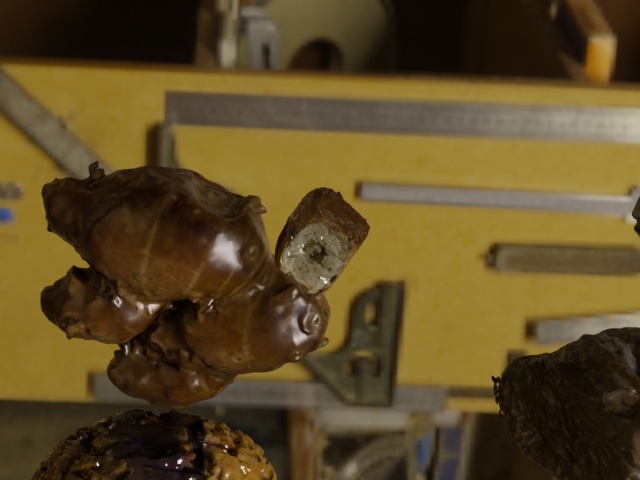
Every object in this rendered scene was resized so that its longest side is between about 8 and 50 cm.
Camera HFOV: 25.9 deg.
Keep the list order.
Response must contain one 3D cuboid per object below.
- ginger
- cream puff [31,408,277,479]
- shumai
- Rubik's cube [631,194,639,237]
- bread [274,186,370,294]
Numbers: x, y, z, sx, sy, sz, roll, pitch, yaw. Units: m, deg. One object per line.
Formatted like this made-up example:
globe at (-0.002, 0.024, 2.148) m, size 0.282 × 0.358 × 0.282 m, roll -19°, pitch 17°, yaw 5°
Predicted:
ginger at (-0.172, 0.048, 1.627) m, size 0.357 × 0.274 × 0.152 m, roll 50°, pitch 23°, yaw -27°
cream puff at (-0.189, 0.324, 1.530) m, size 0.343 × 0.327 × 0.231 m, roll -34°, pitch 137°, yaw -49°
shumai at (0.318, 0.178, 1.403) m, size 0.218 × 0.185 × 0.184 m, roll -16°, pitch -97°, yaw 61°
Rubik's cube at (0.439, -0.037, 1.079) m, size 0.255 × 0.260 × 0.259 m, roll 104°, pitch -34°, yaw -47°
bread at (-0.002, -0.001, 1.370) m, size 0.083 × 0.076 × 0.070 m, roll -52°, pitch 180°, yaw 25°
